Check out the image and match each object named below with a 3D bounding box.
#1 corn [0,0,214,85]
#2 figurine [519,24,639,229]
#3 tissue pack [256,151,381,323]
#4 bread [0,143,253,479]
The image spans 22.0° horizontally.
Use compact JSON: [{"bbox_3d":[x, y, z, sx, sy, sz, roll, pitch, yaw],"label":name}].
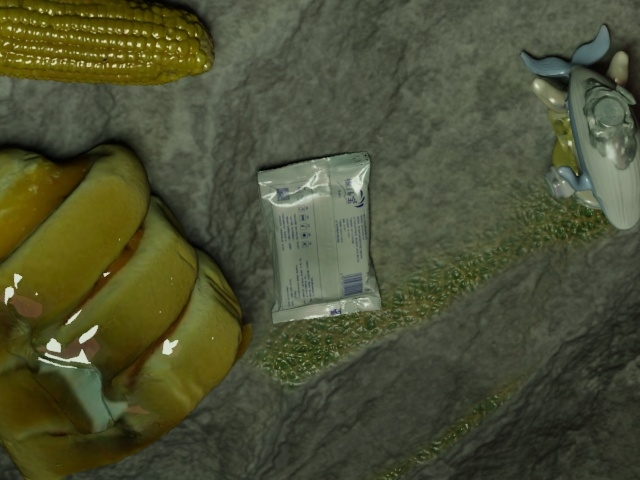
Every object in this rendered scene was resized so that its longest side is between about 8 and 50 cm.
[{"bbox_3d":[-0.230,-0.196,1.581,0.262,0.097,0.097,6,116,-16],"label":"corn"},{"bbox_3d":[0.284,-0.111,1.697,0.128,0.184,0.208,-17,82,-3],"label":"figurine"},{"bbox_3d":[0.000,0.000,1.762,0.123,0.026,0.193,-8,119,-6],"label":"tissue pack"},{"bbox_3d":[-0.254,0.070,1.655,0.300,0.210,0.341,-27,118,3],"label":"bread"}]
